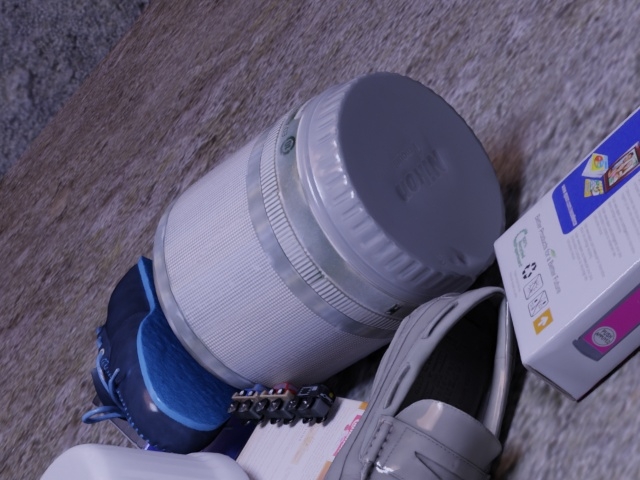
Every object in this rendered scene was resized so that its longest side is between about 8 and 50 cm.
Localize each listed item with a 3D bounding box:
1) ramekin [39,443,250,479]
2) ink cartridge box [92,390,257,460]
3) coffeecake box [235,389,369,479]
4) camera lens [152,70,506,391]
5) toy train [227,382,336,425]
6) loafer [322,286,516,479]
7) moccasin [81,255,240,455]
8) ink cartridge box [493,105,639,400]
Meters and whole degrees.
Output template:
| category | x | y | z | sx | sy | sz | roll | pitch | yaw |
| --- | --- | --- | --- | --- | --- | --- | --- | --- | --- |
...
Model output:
| category | x | y | z | sx | sy | sz | roll | pitch | yaw |
| --- | --- | --- | --- | --- | --- | --- | --- | --- | --- |
| ramekin | -0.168 | 0.301 | 1.425 | 0.277 | 0.135 | 0.277 | -42 | 39 | 48 |
| ink cartridge box | -0.104 | 0.094 | 1.805 | 0.303 | 0.072 | 0.307 | -56 | 20 | -6 |
| coffeecake box | -0.006 | 0.206 | 1.437 | 0.142 | 0.068 | 0.185 | -59 | 22 | -14 |
| camera lens | 0.000 | 0.000 | 1.527 | 0.274 | 0.219 | 0.219 | -34 | 29 | 40 |
| toy train | -0.034 | 0.138 | 1.467 | 0.158 | 0.027 | 0.036 | -12 | 40 | 58 |
| loafer | 0.076 | 0.161 | 1.284 | 0.111 | 0.112 | 0.319 | -42 | 22 | 46 |
| moccasin | -0.156 | 0.134 | 1.661 | 0.117 | 0.138 | 0.342 | -51 | 15 | 11 |
| ink cartridge box | 0.282 | -0.059 | 1.261 | 0.371 | 0.069 | 0.175 | -47 | 22 | 22 |
